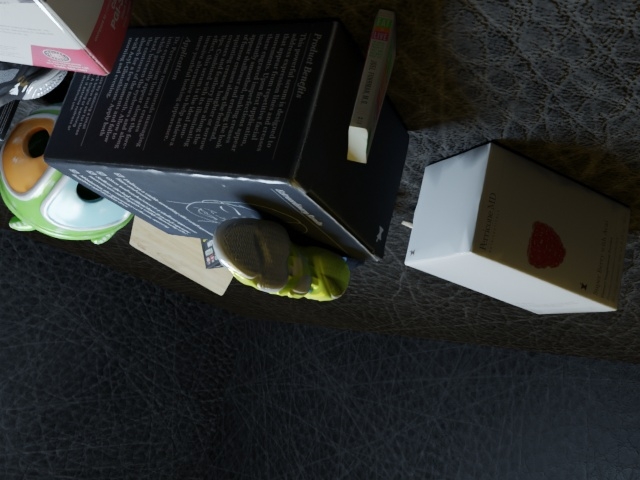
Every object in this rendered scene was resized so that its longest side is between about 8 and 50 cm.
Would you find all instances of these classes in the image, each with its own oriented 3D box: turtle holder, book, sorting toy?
[{"bbox_3d":[-0.398,-0.121,1.234,0.320,0.243,0.227,26,147,-22],"label":"turtle holder"},{"bbox_3d":[0.056,-0.172,0.779,0.035,0.144,0.096,13,166,5],"label":"book"},{"bbox_3d":[-0.295,-0.012,1.590,0.257,0.089,0.255,30,149,-4],"label":"sorting toy"}]

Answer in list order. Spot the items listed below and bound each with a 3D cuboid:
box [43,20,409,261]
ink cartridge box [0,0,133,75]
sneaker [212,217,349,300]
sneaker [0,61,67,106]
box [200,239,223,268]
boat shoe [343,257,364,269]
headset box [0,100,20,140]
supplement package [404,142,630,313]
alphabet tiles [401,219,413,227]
[{"bbox_3d":[-0.118,-0.131,0.970,0.396,0.211,0.293,8,164,27],"label":"box"},{"bbox_3d":[-0.359,-0.304,0.731,0.207,0.117,0.283,11,166,12],"label":"ink cartridge box"},{"bbox_3d":[-0.075,0.032,0.944,0.126,0.091,0.240,1,162,44],"label":"sneaker"},{"bbox_3d":[-0.508,-0.237,0.974,0.101,0.269,0.153,55,175,29],"label":"sneaker"},{"bbox_3d":[-0.157,-0.061,1.257,0.056,0.183,0.231,-7,170,-36],"label":"box"},{"bbox_3d":[0.000,0.000,1.435,0.089,0.109,0.258,7,-152,-33],"label":"boat shoe"},{"bbox_3d":[-0.677,-0.279,1.109,0.247,0.131,0.283,5,163,34],"label":"headset box"},{"bbox_3d":[0.314,-0.006,1.096,0.293,0.177,0.175,20,165,-22],"label":"supplement package"},{"bbox_3d":[0.305,0.019,1.341,0.278,0.021,0.284,22,-177,-23],"label":"alphabet tiles"}]
